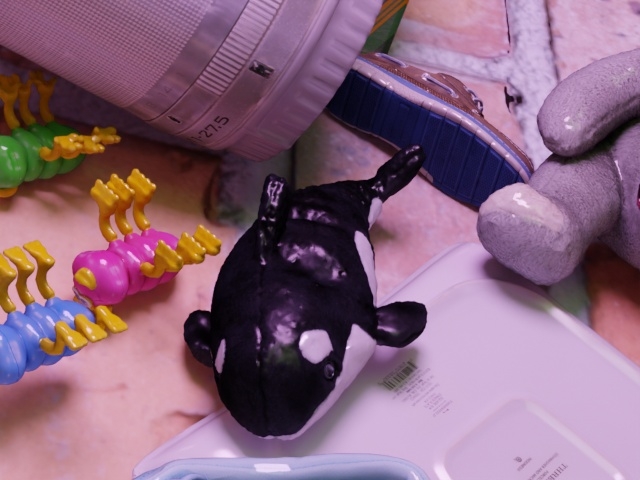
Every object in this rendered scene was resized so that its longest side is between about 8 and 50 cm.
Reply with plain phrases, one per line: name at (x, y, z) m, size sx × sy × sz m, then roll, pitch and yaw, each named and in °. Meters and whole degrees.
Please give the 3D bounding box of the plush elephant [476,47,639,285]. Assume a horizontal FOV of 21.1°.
plush elephant at (0.309, -0.079, 1.199) m, size 0.272 × 0.255 × 0.330 m, roll 36°, pitch 37°, yaw -4°

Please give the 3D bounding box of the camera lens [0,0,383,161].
camera lens at (-0.114, -0.201, 1.162) m, size 0.274 × 0.219 × 0.219 m, roll 27°, pitch 39°, yaw -20°

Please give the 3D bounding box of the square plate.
square plate at (0.123, 0.158, 1.051) m, size 0.344 × 0.049 × 0.347 m, roll 40°, pitch 45°, yaw 19°

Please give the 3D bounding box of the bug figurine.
bug figurine at (-0.196, -0.010, 1.080) m, size 0.216 × 0.072 × 0.279 m, roll -17°, pitch 50°, yaw -42°

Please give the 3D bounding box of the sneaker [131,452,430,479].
sneaker at (-0.110, 0.168, 0.850) m, size 0.366 × 0.150 × 0.135 m, roll -12°, pitch 50°, yaw -18°

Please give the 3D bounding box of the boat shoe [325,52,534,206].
boat shoe at (0.089, -0.092, 1.283) m, size 0.183 × 0.066 × 0.066 m, roll 35°, pitch 42°, yaw 15°

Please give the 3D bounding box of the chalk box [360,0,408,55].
chalk box at (0.019, -0.271, 1.330) m, size 0.132 × 0.213 × 0.132 m, roll 10°, pitch 43°, yaw -12°

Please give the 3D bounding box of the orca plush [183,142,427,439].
orca plush at (0.000, 0.000, 1.081) m, size 0.151 × 0.102 × 0.287 m, roll 8°, pitch 34°, yaw 27°
